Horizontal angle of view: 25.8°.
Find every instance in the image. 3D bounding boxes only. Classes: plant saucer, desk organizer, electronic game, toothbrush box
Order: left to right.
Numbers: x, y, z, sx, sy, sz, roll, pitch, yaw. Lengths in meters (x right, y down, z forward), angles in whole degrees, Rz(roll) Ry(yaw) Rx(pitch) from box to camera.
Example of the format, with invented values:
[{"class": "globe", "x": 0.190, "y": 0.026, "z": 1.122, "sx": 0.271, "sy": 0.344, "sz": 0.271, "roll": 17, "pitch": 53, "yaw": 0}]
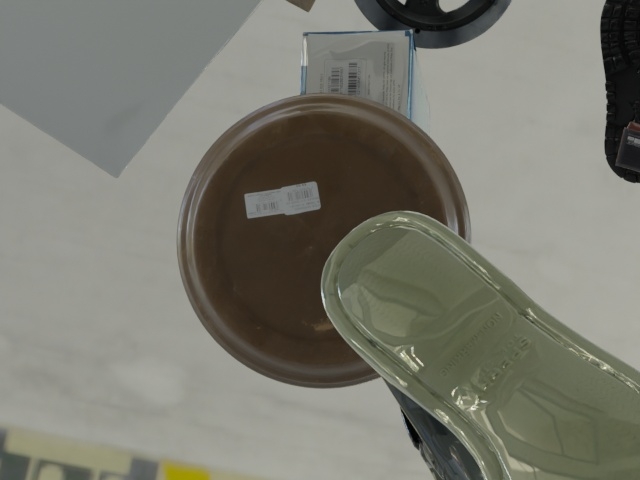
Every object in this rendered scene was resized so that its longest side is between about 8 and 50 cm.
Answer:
[{"class": "plant saucer", "x": 0.000, "y": 0.000, "z": 1.293, "sx": 0.278, "sy": 0.277, "sz": 0.041, "roll": 2, "pitch": 0, "yaw": 7}, {"class": "toothbrush box", "x": 0.057, "y": -0.092, "z": 1.617, "sx": 0.126, "sy": 0.216, "sz": 0.295, "roll": 0, "pitch": -11, "yaw": 10}, {"class": "electronic game", "x": 0.144, "y": -0.359, "z": 1.782, "sx": 0.229, "sy": 0.229, "sz": 0.048, "roll": 10, "pitch": 4, "yaw": -4}, {"class": "desk organizer", "x": 0.384, "y": -0.092, "z": 1.476, "sx": 0.130, "sy": 0.050, "sz": 0.047, "roll": 17, "pitch": -55, "yaw": 16}]

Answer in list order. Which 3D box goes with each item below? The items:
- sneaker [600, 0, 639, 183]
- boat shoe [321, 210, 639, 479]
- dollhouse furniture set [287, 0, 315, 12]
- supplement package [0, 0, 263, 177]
[{"class": "sneaker", "x": 0.400, "y": -0.220, "z": 1.682, "sx": 0.107, "sy": 0.124, "sz": 0.283, "roll": 15, "pitch": -63, "yaw": 25}, {"class": "boat shoe", "x": 0.129, "y": 0.124, "z": 0.777, "sx": 0.127, "sy": 0.340, "sz": 0.113, "roll": -45, "pitch": -32, "yaw": -5}, {"class": "dollhouse furniture set", "x": -0.038, "y": -0.308, "z": 1.260, "sx": 0.123, "sy": 0.144, "sz": 0.151, "roll": 26, "pitch": -80, "yaw": -14}, {"class": "supplement package", "x": -0.145, "y": -0.208, "z": 0.899, "sx": 0.177, "sy": 0.293, "sz": 0.175, "roll": 34, "pitch": -69, "yaw": -20}]
